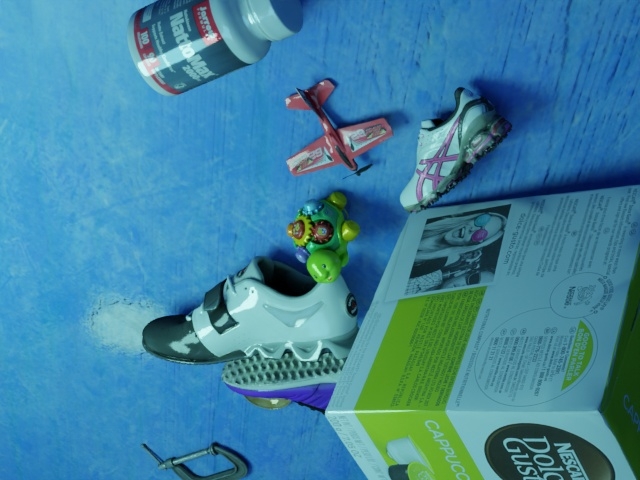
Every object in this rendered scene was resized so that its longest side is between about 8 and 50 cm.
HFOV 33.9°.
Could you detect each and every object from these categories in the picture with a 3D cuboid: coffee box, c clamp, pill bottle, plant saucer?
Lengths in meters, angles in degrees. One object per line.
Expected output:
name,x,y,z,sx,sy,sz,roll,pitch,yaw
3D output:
coffee box,0.266,0.180,1.264,0.334,0.338,0.338,-6,130,35
c clamp,-0.210,0.383,1.802,0.160,0.022,0.137,-18,124,27
pill bottle,-0.117,-0.240,1.181,0.180,0.108,0.108,-18,124,26
plant saucer,-0.083,0.232,1.646,0.083,0.015,0.083,7,131,8

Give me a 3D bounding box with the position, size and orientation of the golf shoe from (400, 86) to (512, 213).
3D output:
golf shoe,0.149,-0.108,1.274,0.086,0.067,0.186,47,130,7

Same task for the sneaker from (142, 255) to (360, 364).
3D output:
sneaker,-0.106,0.089,1.476,0.330,0.122,0.146,-6,110,18

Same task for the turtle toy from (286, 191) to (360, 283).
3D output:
turtle toy,0.000,0.000,1.356,0.066,0.130,0.095,6,136,-36

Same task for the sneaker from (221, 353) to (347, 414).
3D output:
sneaker,0.001,0.218,1.556,0.293,0.102,0.146,-5,130,17

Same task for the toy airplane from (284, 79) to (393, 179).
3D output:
toy airplane,0.009,-0.136,1.296,0.151,0.028,0.151,6,130,7
